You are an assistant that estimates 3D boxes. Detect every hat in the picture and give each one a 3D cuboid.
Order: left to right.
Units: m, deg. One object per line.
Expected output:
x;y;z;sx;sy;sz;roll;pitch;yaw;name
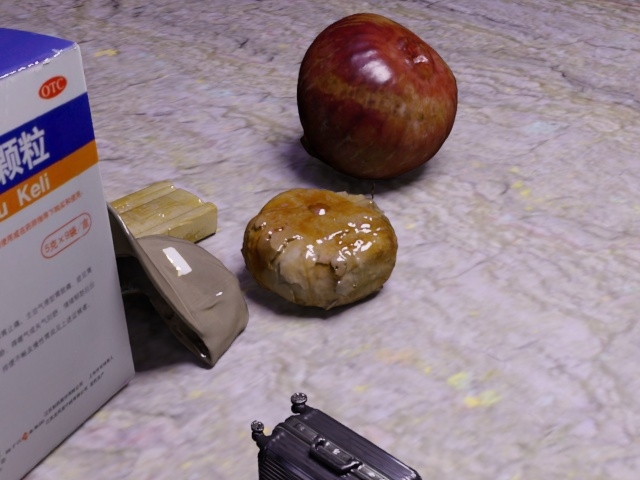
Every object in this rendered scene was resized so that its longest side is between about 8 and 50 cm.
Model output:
-0.147;0.008;0.843;0.166;0.173;0.144;19;40;24;hat

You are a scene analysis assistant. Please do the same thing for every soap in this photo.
-0.224;0.009;0.967;0.092;0.037;0.252;24;39;37;soap

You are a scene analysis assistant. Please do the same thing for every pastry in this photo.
0.000;0.005;0.931;0.153;0.081;0.153;-1;41;1;pastry

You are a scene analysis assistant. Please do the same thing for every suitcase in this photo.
0.011;0.169;0.649;0.126;0.086;0.059;26;41;37;suitcase

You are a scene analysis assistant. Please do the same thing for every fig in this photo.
0.054;-0.158;1.116;0.205;0.205;0.205;0;31;0;fig

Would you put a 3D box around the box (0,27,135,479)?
-0.249;0.024;0.684;0.106;0.299;0.200;14;34;24;box
